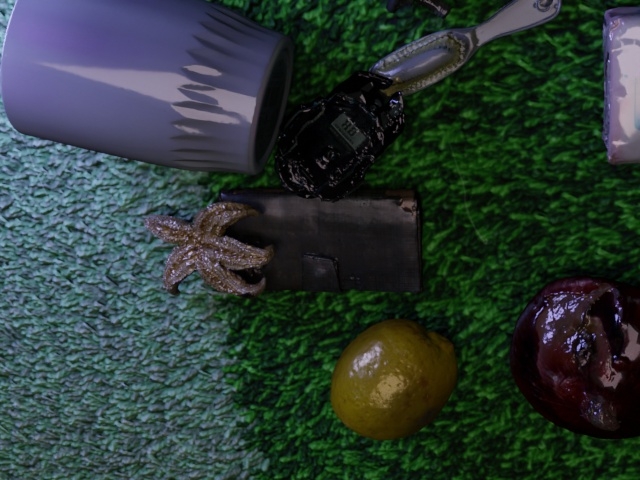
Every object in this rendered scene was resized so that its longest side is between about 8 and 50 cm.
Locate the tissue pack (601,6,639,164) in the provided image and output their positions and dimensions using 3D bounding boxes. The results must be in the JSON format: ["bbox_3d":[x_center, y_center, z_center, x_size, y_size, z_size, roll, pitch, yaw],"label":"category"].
[{"bbox_3d":[0.508,-0.207,1.226,0.271,0.124,0.201,-1,106,13],"label":"tissue pack"}]

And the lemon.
[{"bbox_3d":[0.110,0.209,1.432,0.170,0.170,0.207,40,104,-1],"label":"lemon"}]

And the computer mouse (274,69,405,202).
[{"bbox_3d":[0.027,-0.152,1.376,0.242,0.077,0.146,-38,98,31],"label":"computer mouse"}]

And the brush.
[{"bbox_3d":[0.193,-0.272,1.314,0.297,0.060,0.068,-25,98,19],"label":"brush"}]

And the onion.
[{"bbox_3d":[0.397,0.183,1.339,0.272,0.195,0.272,8,118,15],"label":"onion"}]

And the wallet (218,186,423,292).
[{"bbox_3d":[0.000,0.000,1.453,0.317,0.044,0.169,1,109,15],"label":"wallet"}]

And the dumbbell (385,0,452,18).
[{"bbox_3d":[0.069,-0.379,1.299,0.254,0.081,0.081,33,111,2],"label":"dumbbell"}]

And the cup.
[{"bbox_3d":[-0.241,-0.231,1.328,0.372,0.253,0.253,16,110,7],"label":"cup"}]

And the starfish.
[{"bbox_3d":[-0.185,0.017,1.469,0.238,0.071,0.216,32,114,22],"label":"starfish"}]
